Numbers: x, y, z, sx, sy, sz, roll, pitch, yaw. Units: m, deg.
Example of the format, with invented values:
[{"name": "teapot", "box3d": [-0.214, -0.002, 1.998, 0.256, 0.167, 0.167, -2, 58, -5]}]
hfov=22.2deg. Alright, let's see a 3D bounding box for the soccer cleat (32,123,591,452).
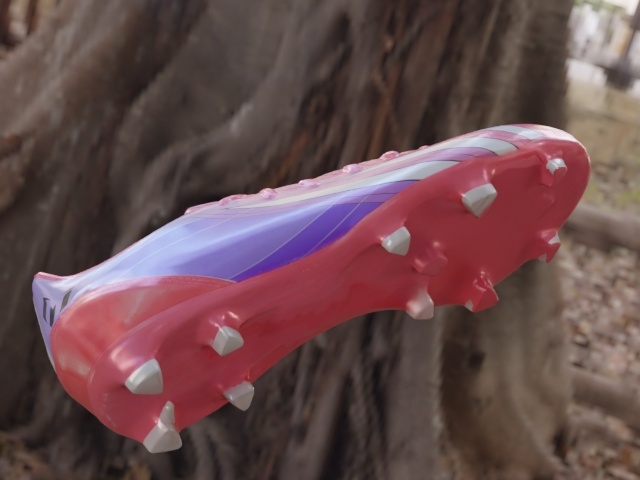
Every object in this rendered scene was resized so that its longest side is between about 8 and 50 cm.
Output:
[{"name": "soccer cleat", "box3d": [0.000, 0.000, 0.687, 0.248, 0.083, 0.095, -27, 49, -19]}]
